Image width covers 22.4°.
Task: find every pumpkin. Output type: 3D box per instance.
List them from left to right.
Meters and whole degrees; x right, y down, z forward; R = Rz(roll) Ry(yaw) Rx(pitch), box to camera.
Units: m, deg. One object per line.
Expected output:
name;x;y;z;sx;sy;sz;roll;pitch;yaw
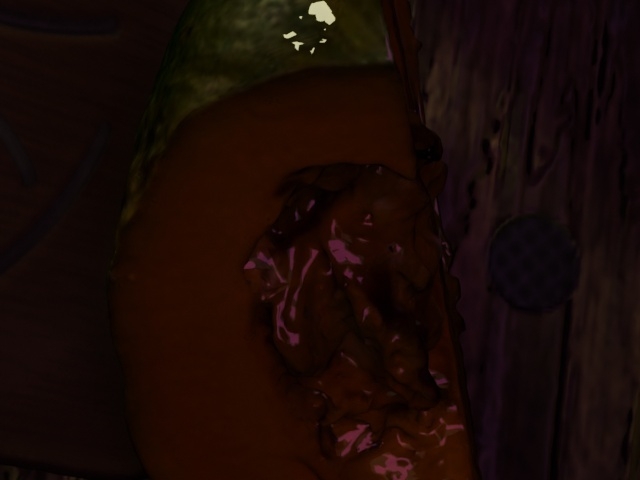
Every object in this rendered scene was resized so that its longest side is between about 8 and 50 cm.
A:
pumpkin;-0.003;0.003;0.546;0.111;0.163;0.278;-8;125;10

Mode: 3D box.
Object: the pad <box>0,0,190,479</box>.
pad;-0.110;-0.079;0.488;0.286;0.018;0.284;20;77;-46
